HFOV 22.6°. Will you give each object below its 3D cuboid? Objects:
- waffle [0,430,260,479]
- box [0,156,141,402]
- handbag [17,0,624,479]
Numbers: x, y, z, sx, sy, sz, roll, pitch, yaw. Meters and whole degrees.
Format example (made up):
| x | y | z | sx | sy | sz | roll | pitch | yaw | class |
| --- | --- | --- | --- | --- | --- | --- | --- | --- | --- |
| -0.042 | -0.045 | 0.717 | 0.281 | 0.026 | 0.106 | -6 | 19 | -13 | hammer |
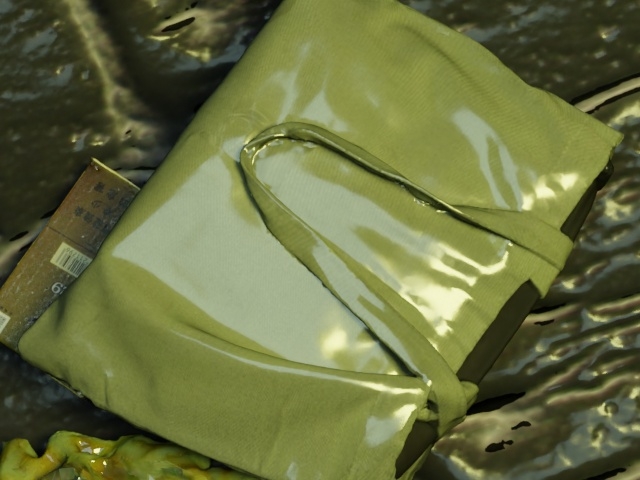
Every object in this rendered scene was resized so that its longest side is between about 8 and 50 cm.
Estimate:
| x | y | z | sx | sy | sz | roll | pitch | yaw | class |
| --- | --- | --- | --- | --- | --- | --- | --- | --- | --- |
| -0.120 | 0.214 | 0.926 | 0.204 | 0.054 | 0.223 | 8 | 62 | 10 | waffle |
| -0.146 | 0.024 | 1.022 | 0.090 | 0.023 | 0.133 | 30 | 81 | 19 | box |
| 0.005 | -0.001 | 0.955 | 0.253 | 0.109 | 0.315 | 31 | 76 | 11 | handbag |
